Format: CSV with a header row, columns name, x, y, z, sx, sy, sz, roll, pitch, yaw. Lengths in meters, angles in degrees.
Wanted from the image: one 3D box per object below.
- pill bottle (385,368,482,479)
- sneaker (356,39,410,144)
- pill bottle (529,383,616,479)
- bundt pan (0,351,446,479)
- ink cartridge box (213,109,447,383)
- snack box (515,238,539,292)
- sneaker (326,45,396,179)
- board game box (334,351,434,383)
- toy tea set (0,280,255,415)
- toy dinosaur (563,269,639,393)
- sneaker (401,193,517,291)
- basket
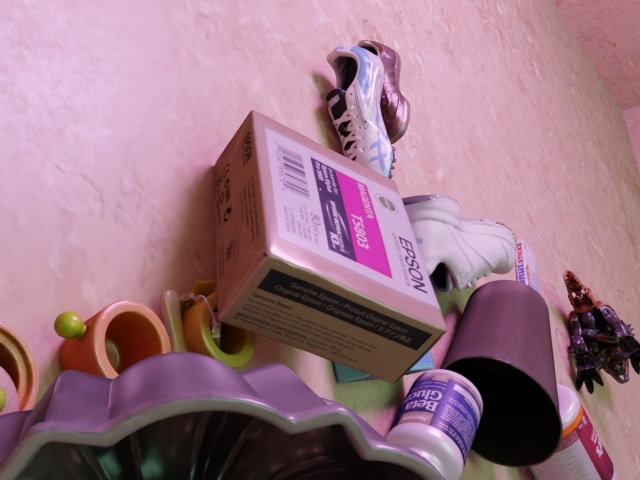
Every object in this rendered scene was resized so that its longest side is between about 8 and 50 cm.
name,x,y,z,sx,sy,sz,roll,pitch,yaw
pill bottle,0.128,0.235,0.838,0.094,0.094,0.169,61,33,-12
sneaker,0.086,-0.228,1.091,0.071,0.066,0.188,20,49,-30
pill bottle,0.394,0.349,1.139,0.221,0.121,0.121,59,34,-15
bundt pan,-0.082,0.202,0.389,0.330,0.331,0.124,52,-2,-25
ink cartridge box,0.000,0.000,0.692,0.193,0.088,0.234,23,32,-26
snack box,0.409,0.084,1.409,0.064,0.022,0.178,43,40,-36
sneaker,0.048,-0.155,0.974,0.086,0.085,0.237,5,69,-26
board game box,0.061,0.064,0.882,0.160,0.047,0.210,10,63,-54
toy tea set,-0.117,0.122,0.513,0.336,0.124,0.199,-1,73,-56
toy dinosaur,0.586,0.201,1.532,0.322,0.164,0.218,35,27,-16
sneaker,0.205,0.022,1.092,0.297,0.111,0.129,16,71,-45
basket,0.261,0.170,1.030,0.204,0.154,0.227,54,31,-19
